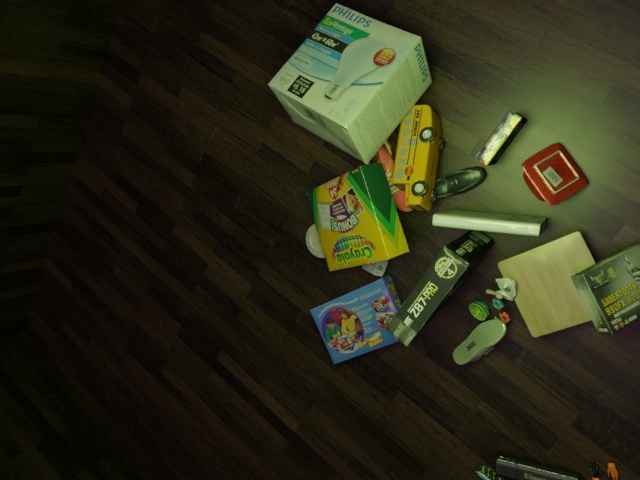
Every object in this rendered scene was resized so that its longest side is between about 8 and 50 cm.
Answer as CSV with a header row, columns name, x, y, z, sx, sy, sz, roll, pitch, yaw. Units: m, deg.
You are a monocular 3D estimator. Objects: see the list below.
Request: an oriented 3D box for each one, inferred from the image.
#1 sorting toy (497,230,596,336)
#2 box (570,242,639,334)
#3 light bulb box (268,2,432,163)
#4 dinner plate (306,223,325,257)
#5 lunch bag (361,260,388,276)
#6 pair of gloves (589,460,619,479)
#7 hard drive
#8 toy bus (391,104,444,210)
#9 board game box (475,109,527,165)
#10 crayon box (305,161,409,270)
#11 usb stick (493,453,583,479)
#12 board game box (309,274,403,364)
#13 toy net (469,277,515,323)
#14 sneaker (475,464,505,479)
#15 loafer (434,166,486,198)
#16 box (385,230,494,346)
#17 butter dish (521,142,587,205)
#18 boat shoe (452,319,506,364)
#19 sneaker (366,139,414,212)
name,x,y,z,sx,sy,sz,roll,pitch,yaw
sorting toy,0.727,0.132,1.584,0.255,0.089,0.257,-27,85,30
box,0.850,0.135,1.452,0.183,0.231,0.056,66,165,4
light bulb box,0.100,-0.507,1.654,0.358,0.225,0.361,35,84,29
dinner plate,0.000,0.000,2.021,0.141,0.017,0.141,6,101,30
lunch bag,0.204,0.086,1.897,0.083,0.053,0.071,29,115,18
pair of gloves,0.900,0.735,1.630,0.083,0.010,0.074,-11,94,33
hard drive,0.529,-0.059,1.599,0.307,0.203,0.040,7,102,29
toy bus,0.318,-0.268,1.684,0.130,0.108,0.333,6,83,31
board game box,0.556,-0.313,1.579,0.048,0.141,0.170,40,114,18
crayon box,0.116,-0.071,1.806,0.363,0.106,0.313,-17,89,58
usb stick,0.723,0.780,1.718,0.278,0.045,0.077,4,99,29
board game box,0.154,0.303,1.945,0.347,0.078,0.233,-27,84,30
toy net,0.569,0.205,1.650,0.122,0.045,0.232,49,153,21
sneaker,0.607,0.856,1.788,0.162,0.063,0.073,35,117,21
loafer,0.436,-0.183,1.704,0.223,0.078,0.076,-20,88,31
box,0.384,0.131,1.604,0.097,0.395,0.318,37,115,17
butter dish,0.682,-0.186,1.550,0.160,0.118,0.160,-30,81,-14
boat shoe,0.544,0.340,1.731,0.227,0.081,0.079,-50,53,32
sneaker,0.223,-0.228,1.786,0.116,0.136,0.314,-35,81,30
